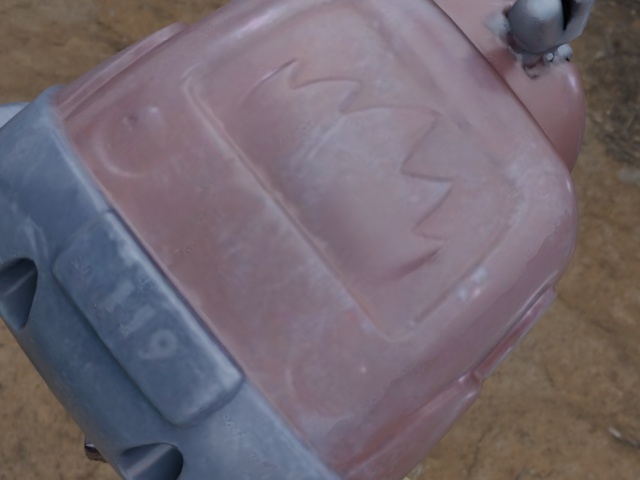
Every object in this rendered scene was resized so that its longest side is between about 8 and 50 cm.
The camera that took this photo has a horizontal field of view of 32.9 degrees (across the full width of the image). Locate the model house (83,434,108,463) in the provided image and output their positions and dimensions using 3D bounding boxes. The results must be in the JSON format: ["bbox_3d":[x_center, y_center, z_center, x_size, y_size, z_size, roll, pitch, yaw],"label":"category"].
[{"bbox_3d":[-0.216,0.147,1.437,0.243,0.298,0.284,-4,22,-9],"label":"model house"}]

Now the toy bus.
[{"bbox_3d":[0.000,0.000,0.442,0.232,0.294,0.197,-39,83,1],"label":"toy bus"}]

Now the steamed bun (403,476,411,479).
[{"bbox_3d":[0.035,0.249,0.886,0.130,0.091,0.112,28,43,-20],"label":"steamed bun"}]
